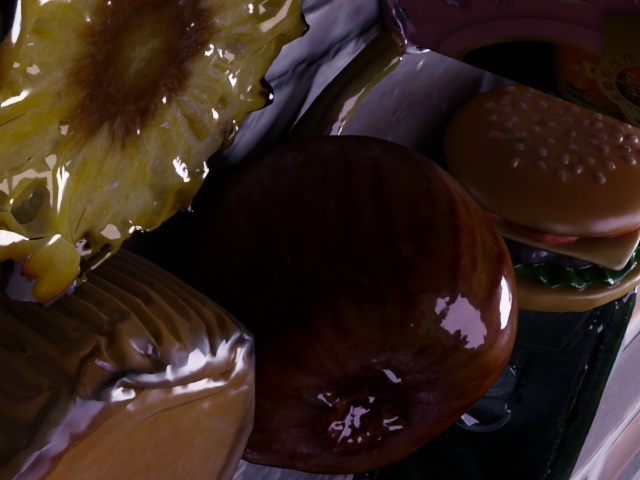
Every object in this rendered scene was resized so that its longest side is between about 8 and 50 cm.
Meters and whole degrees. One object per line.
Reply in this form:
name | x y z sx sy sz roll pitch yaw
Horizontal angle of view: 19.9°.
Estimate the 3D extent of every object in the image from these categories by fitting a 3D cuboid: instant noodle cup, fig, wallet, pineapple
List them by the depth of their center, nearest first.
pineapple | -0.084 -0.080 0.654 0.225 0.076 0.225 -46 153 -31
fig | 0.000 0.011 0.912 0.175 0.207 0.175 -12 137 -11
instant noodle cup | 0.196 -0.154 0.977 0.244 0.255 0.244 -47 156 -28
wallet | 0.121 0.103 1.293 0.055 0.160 0.236 -89 -170 -56

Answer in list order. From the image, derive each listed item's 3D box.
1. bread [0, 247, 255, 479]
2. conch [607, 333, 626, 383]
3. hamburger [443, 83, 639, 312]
bread | -0.121 0.089 0.754 0.199 0.104 0.199 -45 156 -27
conch | 0.179 0.080 1.434 0.185 0.121 0.221 -56 166 -23
hamburger | 0.147 -0.030 1.169 0.162 0.162 0.115 -41 151 -44
